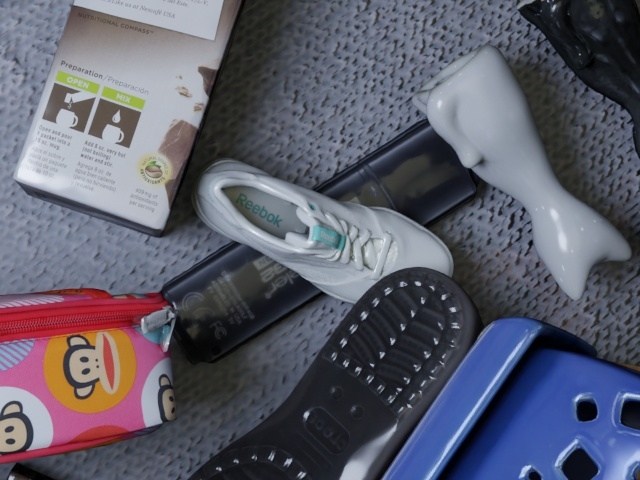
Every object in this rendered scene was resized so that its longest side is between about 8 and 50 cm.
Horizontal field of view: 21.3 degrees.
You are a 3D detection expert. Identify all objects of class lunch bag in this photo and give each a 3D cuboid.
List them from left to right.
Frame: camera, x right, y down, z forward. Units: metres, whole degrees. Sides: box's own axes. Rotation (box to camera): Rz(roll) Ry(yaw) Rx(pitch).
[{"bbox_3d":[-0.224,0.098,1.191,0.258,0.293,0.120,-5,89,-29],"label":"lunch bag"}]

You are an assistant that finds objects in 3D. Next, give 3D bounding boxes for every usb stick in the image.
[{"bbox_3d":[0.000,0.000,1.351,0.278,0.045,0.077,-33,98,-7],"label":"usb stick"}]

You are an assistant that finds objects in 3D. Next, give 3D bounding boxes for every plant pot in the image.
[{"bbox_3d":[0.177,0.187,1.209,0.212,0.236,0.236,35,94,22],"label":"plant pot"}]

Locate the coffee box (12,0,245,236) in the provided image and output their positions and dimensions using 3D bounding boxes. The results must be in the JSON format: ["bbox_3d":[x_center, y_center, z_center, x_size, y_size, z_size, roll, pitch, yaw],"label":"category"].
[{"bbox_3d":[-0.125,-0.161,1.281,0.119,0.168,0.297,19,87,-5],"label":"coffee box"}]

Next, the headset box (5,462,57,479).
[{"bbox_3d":[-0.205,0.204,1.311,0.083,0.062,0.032,26,86,-5],"label":"headset box"}]

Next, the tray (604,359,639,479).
[{"bbox_3d":[0.263,0.311,1.354,0.203,0.076,0.411,11,86,-6],"label":"tray"}]

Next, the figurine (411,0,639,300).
[{"bbox_3d":[0.203,-0.086,1.338,0.215,0.092,0.209,-42,98,-23],"label":"figurine"}]

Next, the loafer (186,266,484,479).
[{"bbox_3d":[0.011,0.190,1.298,0.366,0.130,0.134,-47,53,8],"label":"loafer"}]

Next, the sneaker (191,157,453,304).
[{"bbox_3d":[0.005,0.000,1.280,0.212,0.094,0.080,19,88,-10],"label":"sneaker"}]
